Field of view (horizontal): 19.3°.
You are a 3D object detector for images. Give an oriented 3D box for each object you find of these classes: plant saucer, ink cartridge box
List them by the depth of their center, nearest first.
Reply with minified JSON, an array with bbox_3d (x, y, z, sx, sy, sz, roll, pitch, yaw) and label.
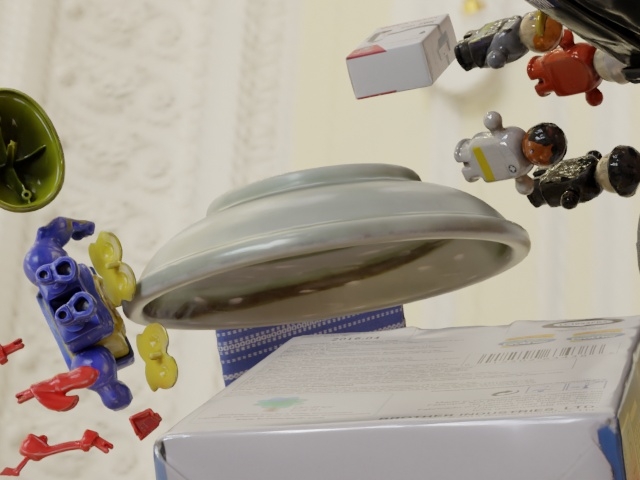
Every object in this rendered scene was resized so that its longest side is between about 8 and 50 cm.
[{"bbox_3d":[0.084,0.144,1.223,0.395,0.270,0.151,-36,-59,-74],"label":"ink cartridge box"},{"bbox_3d":[0.000,0.000,1.828,0.400,0.400,0.101,6,-109,-55],"label":"plant saucer"},{"bbox_3d":[0.098,-0.219,2.228,0.135,0.099,0.056,-51,-53,-63],"label":"ink cartridge box"}]

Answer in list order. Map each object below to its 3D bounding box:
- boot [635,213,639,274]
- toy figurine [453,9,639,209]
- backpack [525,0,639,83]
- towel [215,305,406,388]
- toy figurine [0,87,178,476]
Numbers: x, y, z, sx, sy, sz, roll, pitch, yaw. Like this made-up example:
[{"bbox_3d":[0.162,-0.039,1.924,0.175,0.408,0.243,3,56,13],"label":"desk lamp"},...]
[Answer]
[{"bbox_3d":[0.330,0.059,1.322,0.076,0.208,0.190,-48,-45,-37],"label":"boot"},{"bbox_3d":[0.260,-0.147,2.090,0.209,0.148,0.213,17,-109,-44],"label":"toy figurine"},{"bbox_3d":[0.119,-0.267,1.043,0.355,0.290,0.273,19,-92,-14],"label":"backpack"},{"bbox_3d":[0.006,0.212,2.244,0.243,0.040,0.336,-17,-67,-21],"label":"towel"},{"bbox_3d":[-0.271,0.059,1.816,0.363,0.191,0.217,61,175,14],"label":"toy figurine"}]
